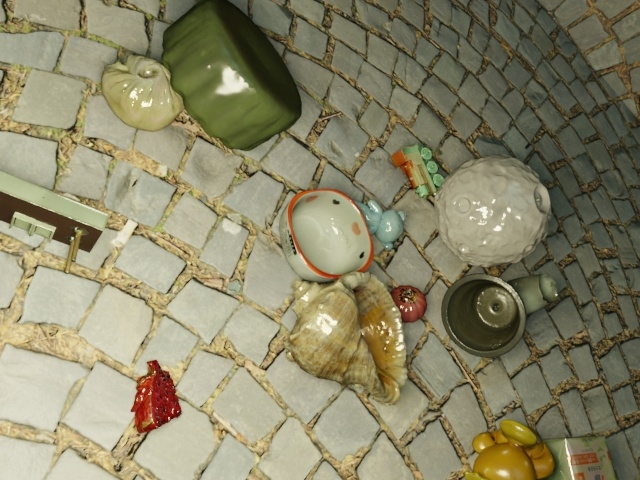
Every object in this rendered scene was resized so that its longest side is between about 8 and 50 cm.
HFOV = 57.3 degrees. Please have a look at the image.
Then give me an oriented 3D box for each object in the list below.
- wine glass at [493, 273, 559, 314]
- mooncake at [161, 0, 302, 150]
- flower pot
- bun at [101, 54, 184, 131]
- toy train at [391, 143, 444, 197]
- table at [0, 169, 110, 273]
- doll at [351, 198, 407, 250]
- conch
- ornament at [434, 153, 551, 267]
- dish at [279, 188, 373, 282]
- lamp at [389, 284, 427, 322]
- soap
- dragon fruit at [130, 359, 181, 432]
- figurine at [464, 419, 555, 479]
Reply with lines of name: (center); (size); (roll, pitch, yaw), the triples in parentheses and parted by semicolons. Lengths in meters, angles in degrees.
wine glass: (0.590, 0.167, 1.734); (0.111, 0.204, 0.111); (15, 63, -32)
mooncake: (-0.214, -0.390, 1.400); (0.356, 0.194, 0.356); (47, 23, -27)
flower pot: (0.476, 0.200, 1.655); (0.148, 0.235, 0.235); (-8, 71, -58)
bun: (-0.407, -0.357, 1.362); (0.193, 0.128, 0.178); (48, 52, -3)
toy train: (0.305, -0.210, 1.813); (0.118, 0.074, 0.176); (-18, 83, -29)
table: (-0.548, -0.029, 1.111); (0.240, 0.121, 0.111); (24, 57, -22)
doll: (0.148, -0.056, 1.638); (0.180, 0.075, 0.120); (24, 94, 0)
conch: (0.056, 0.219, 1.360); (0.297, 0.210, 0.352); (-46, 118, -40)
ornament: (0.510, -0.090, 1.721); (0.337, 0.337, 0.337); (15, 60, -28)
dish: (0.000, 0.000, 1.469); (0.256, 0.117, 0.256); (15, 60, -27)
lamp: (0.229, 0.169, 1.558); (0.107, 0.092, 0.107); (1, 46, -1)
soap: (0.703, 0.640, 1.621); (0.199, 0.138, 0.182); (9, 64, -31)
dragon fruit: (-0.337, 0.305, 1.148); (0.097, 0.063, 0.131); (10, 57, -67)
figurine: (0.484, 0.569, 1.501); (0.215, 0.215, 0.228); (37, 67, -14)
